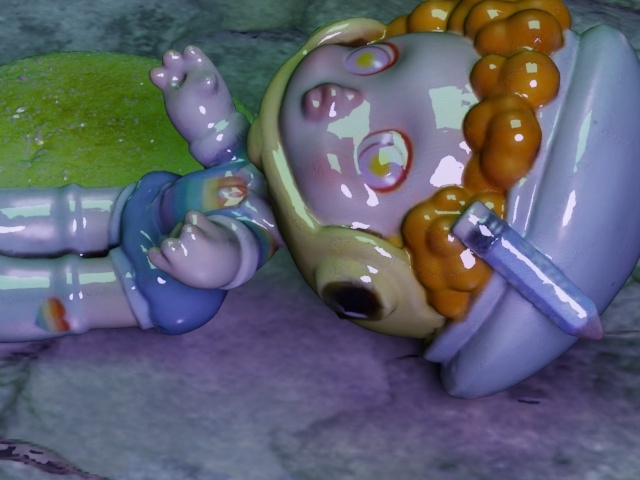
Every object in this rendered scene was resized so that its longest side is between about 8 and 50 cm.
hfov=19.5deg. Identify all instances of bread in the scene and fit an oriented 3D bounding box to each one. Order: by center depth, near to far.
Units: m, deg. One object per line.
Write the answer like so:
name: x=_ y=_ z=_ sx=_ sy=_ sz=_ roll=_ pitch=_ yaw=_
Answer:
bread: x=-0.144 y=-0.062 z=1.186 sx=0.228 sy=0.033 sz=0.228 roll=3 pitch=38 yaw=-3

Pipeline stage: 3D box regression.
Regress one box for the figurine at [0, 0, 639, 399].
figurine: x=-0.001 y=-0.023 z=1.042 sx=0.381 sy=0.205 sz=0.224 roll=0 pitch=49 yaw=20
